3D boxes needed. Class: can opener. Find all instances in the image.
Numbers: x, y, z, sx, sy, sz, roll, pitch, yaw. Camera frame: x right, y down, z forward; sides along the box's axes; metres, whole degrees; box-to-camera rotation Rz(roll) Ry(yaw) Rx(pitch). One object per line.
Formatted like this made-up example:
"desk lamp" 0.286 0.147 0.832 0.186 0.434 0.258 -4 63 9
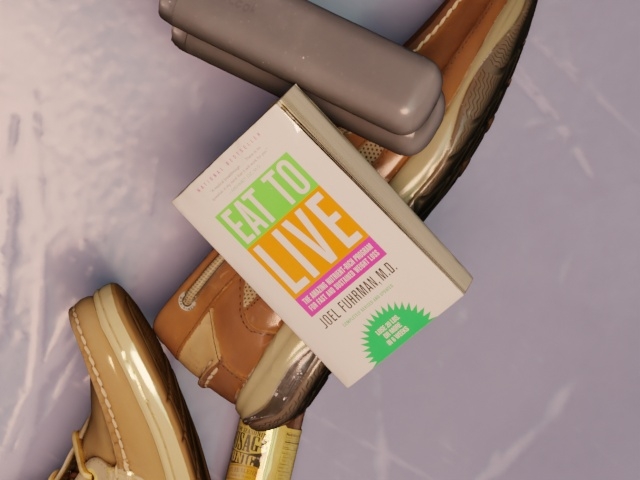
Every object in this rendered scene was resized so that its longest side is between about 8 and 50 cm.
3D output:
"can opener" -0.048 -0.150 1.048 0.283 0.076 0.095 27 79 13

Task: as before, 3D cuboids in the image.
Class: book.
"book" 0.000 0.000 1.014 0.144 0.035 0.096 46 118 -5

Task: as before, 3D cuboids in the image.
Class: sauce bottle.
"sauce bottle" -0.032 0.117 1.160 0.042 0.042 0.128 13 86 -14

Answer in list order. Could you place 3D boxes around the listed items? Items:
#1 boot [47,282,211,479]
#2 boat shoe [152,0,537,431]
"boot" -0.166 0.163 1.089 0.203 0.095 0.262 -14 119 -1
"boat shoe" 0.014 -0.046 1.106 0.120 0.122 0.324 32 81 7
